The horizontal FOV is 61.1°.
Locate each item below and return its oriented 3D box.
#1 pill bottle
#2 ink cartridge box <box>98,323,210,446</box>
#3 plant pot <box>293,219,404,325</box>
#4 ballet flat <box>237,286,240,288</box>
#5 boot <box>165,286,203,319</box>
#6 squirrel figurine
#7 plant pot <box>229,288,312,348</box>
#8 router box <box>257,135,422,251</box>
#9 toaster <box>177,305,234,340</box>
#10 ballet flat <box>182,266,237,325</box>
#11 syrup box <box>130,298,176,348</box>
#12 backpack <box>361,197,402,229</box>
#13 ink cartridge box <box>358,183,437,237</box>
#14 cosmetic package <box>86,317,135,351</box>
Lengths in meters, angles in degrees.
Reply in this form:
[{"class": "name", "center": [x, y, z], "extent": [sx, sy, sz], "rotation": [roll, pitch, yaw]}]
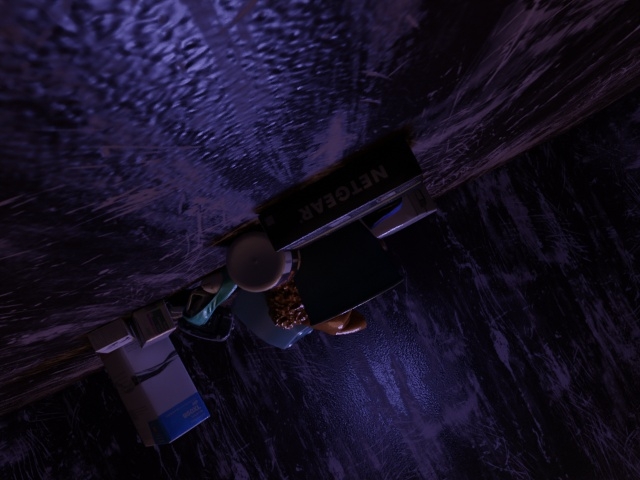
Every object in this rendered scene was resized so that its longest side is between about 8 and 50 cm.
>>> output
[{"class": "pill bottle", "center": [-0.118, 0.043, 1.235], "extent": [0.130, 0.130, 0.245], "rotation": [-28, 176, 8]}, {"class": "ink cartridge box", "center": [-0.578, 0.476, 1.841], "extent": [0.166, 0.395, 0.285], "rotation": [-27, 177, -38]}, {"class": "plant pot", "center": [0.040, 0.048, 1.418], "extent": [0.271, 0.255, 0.271], "rotation": [-26, 176, -2]}, {"class": "ballet flat", "center": [-0.253, 0.146, 1.966], "extent": [0.206, 0.073, 0.067], "rotation": [-21, 131, -47]}, {"class": "boot", "center": [-0.380, 0.177, 1.665], "extent": [0.198, 0.077, 0.137], "rotation": [-28, 170, -27]}, {"class": "squirrel figurine", "center": [0.019, 0.119, 1.686], "extent": [0.397, 0.281, 0.370], "rotation": [-8, 153, -30]}, {"class": "plant pot", "center": [-0.126, 0.230, 1.928], "extent": [0.248, 0.252, 0.247], "rotation": [-29, 163, -39]}, {"class": "router box", "center": [0.053, -0.083, 1.091], "extent": [0.309, 0.081, 0.243], "rotation": [-28, 176, 9]}, {"class": "toaster", "center": [-0.426, 0.286, 1.980], "extent": [0.227, 0.129, 0.146], "rotation": [16, 172, -7]}, {"class": "ballet flat", "center": [-0.316, 0.151, 1.544], "extent": [0.087, 0.083, 0.247], "rotation": [21, 119, -39]}, {"class": "syrup box", "center": [-0.503, 0.253, 1.619], "extent": [0.096, 0.093, 0.237], "rotation": [-25, 175, -26]}, {"class": "backpack", "center": [0.150, -0.100, 1.408], "extent": [0.120, 0.098, 0.101], "rotation": [-37, 173, 7]}, {"class": "ink cartridge box", "center": [0.259, -0.099, 1.882], "extent": [0.211, 0.121, 0.289], "rotation": [-30, 175, 25]}, {"class": "cosmetic package", "center": [-0.601, 0.280, 1.573], "extent": [0.099, 0.060, 0.239], "rotation": [-25, 175, -18]}]
